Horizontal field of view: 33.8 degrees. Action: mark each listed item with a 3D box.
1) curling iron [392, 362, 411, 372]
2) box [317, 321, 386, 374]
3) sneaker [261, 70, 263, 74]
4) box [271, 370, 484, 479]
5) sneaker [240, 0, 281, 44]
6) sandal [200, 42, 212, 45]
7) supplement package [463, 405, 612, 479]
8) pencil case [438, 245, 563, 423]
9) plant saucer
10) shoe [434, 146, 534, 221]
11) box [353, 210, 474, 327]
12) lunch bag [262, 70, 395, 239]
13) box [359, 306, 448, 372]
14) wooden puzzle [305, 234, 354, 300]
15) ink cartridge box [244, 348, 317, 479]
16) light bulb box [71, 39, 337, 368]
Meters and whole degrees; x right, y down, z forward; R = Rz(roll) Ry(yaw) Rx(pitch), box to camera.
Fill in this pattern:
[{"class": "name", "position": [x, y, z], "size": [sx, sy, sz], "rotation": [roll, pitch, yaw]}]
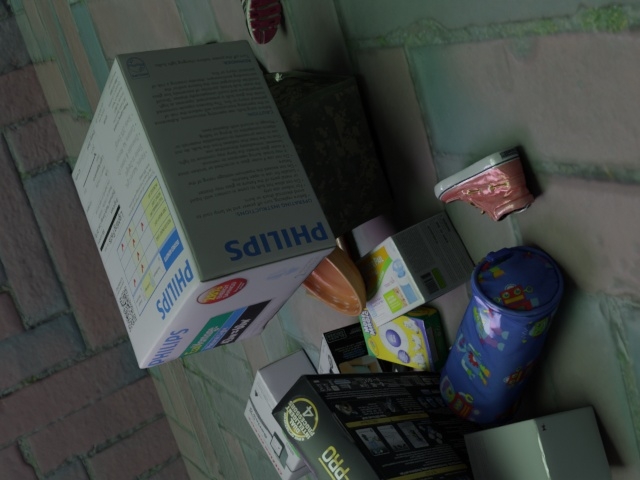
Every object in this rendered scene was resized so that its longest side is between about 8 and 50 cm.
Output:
[{"class": "curling iron", "position": [0.155, 0.242, 1.883], "size": [0.068, 0.035, 0.274], "rotation": [17, 127, 40]}, {"class": "box", "position": [0.087, 0.317, 1.948], "size": [0.169, 0.087, 0.290], "rotation": [95, 155, -57]}, {"class": "sneaker", "position": [-0.131, -0.223, 1.932], "size": [0.232, 0.115, 0.090], "rotation": [63, 157, 5]}, {"class": "box", "position": [0.149, 0.339, 1.583], "size": [0.097, 0.395, 0.318], "rotation": [-51, 61, 20]}, {"class": "sneaker", "position": [-0.115, -0.417, 1.776], "size": [0.075, 0.063, 0.170], "rotation": [21, 126, 59]}, {"class": "sandal", "position": [-0.251, -0.325, 2.172], "size": [0.097, 0.054, 0.254], "rotation": [63, 157, 5]}, {"class": "supplement package", "position": [0.300, 0.302, 1.475], "size": [0.179, 0.105, 0.105], "rotation": [-35, 64, 60]}, {"class": "pencil case", "position": [0.245, 0.135, 1.465], "size": [0.133, 0.119, 0.306], "rotation": [52, 153, 31]}, {"class": "plant saucer", "position": [0.000, 0.038, 1.670], "size": [0.200, 0.037, 0.200], "rotation": [38, 160, 16]}, {"class": "shoe", "position": [0.216, -0.059, 1.403], "size": [0.178, 0.063, 0.081], "rotation": [-31, 79, 63]}, {"class": "box", "position": [0.137, 0.048, 1.633], "size": [0.114, 0.103, 0.203], "rotation": [62, 157, 7]}, {"class": "lunch bag", "position": [-0.041, -0.148, 1.734], "size": [0.287, 0.169, 0.235], "rotation": [19, 133, 58]}, {"class": "box", "position": [0.130, 0.155, 1.786], "size": [0.179, 0.043, 0.105], "rotation": [10, 122, 49]}, {"class": "wooden puzzle", "position": [0.000, 0.000, 1.975], "size": [0.221, 0.044, 0.238], "rotation": [9, 116, 64]}, {"class": "ink cartridge box", "position": [-0.062, 0.410, 2.408], "size": [0.211, 0.121, 0.289], "rotation": [57, 157, 20]}, {"class": "light bulb box", "position": [-0.194, -0.049, 1.605], "size": [0.361, 0.225, 0.358], "rotation": [67, 149, 17]}]
